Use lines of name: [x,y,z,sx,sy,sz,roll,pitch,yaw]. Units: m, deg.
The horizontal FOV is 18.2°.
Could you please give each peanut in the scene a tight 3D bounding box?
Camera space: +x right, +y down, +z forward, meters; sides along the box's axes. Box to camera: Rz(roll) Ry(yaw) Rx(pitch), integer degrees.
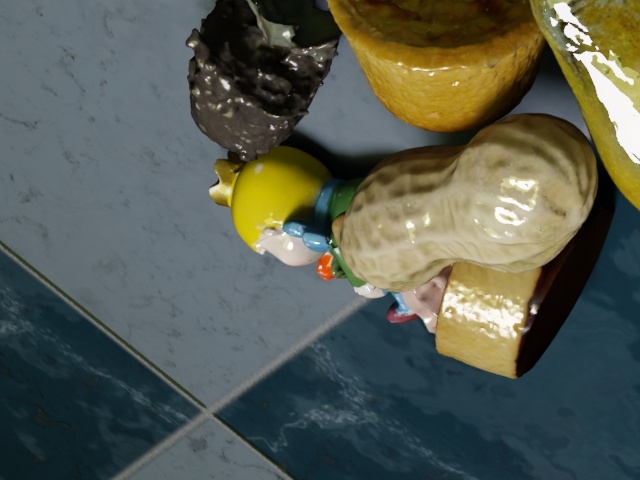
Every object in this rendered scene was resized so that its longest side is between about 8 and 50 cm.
peanut: [0.122,-0.025,1.715,0.298,0.120,0.136,-16,113,47]

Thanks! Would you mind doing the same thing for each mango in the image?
mango: [0.289,-0.133,1.618,0.176,0.176,0.329,-27,111,35]

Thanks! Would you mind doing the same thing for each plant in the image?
plant: [-0.052,-0.173,1.866,0.142,0.131,0.203,29,142,11]

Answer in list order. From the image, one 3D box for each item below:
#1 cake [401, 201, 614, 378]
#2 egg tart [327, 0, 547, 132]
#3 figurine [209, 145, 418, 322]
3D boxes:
cake: [0.155,0.014,1.885,0.178,0.207,0.185,31,156,18]
egg tart: [0.111,-0.184,1.690,0.203,0.202,0.147,18,150,20]
figurine: [0.005,-0.008,2.033,0.234,0.127,0.185,3,143,21]
